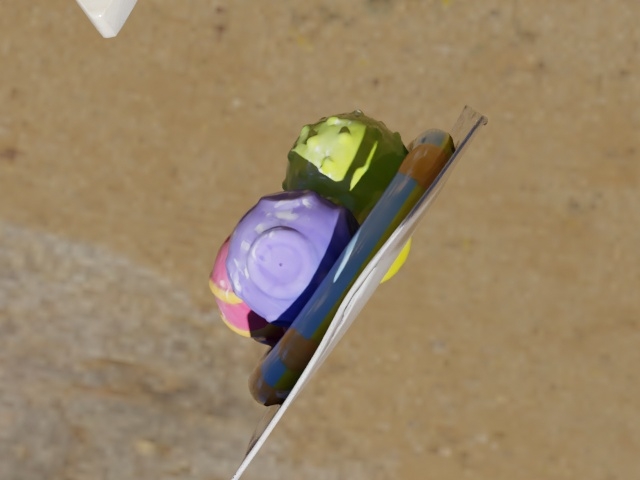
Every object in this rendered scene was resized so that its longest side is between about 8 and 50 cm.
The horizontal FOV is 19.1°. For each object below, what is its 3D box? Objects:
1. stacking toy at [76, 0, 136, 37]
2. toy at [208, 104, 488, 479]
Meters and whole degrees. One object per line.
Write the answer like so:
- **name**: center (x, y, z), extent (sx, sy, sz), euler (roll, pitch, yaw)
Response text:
- **stacking toy**: center (-0.131, -0.236, 1.126), extent (0.279, 0.309, 0.130), euler (31, 165, 26)
- **toy**: center (0.000, 0.000, 0.672), extent (0.056, 0.137, 0.237), euler (34, -174, 4)
